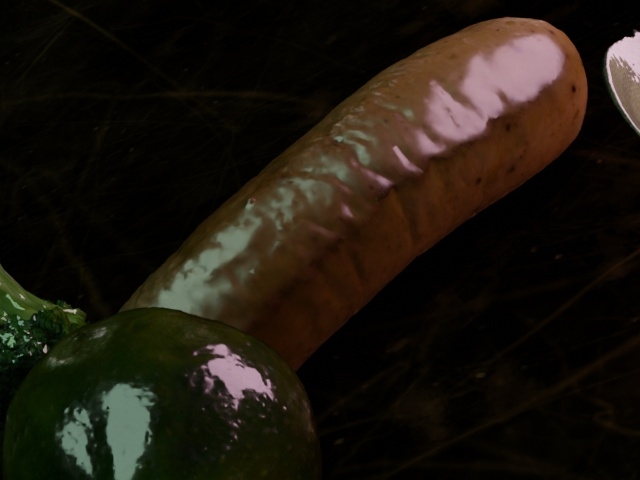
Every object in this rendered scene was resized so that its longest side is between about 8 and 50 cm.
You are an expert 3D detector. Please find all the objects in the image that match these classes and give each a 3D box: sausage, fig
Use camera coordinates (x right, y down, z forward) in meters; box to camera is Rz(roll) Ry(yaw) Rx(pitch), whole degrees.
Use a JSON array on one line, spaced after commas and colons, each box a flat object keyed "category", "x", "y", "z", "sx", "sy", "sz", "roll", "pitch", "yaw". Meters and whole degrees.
[{"category": "sausage", "x": -0.001, "y": -0.002, "z": 1.337, "sx": 0.501, "sy": 0.136, "sz": 0.123, "roll": -40, "pitch": 51, "yaw": -20}, {"category": "fig", "x": -0.092, "y": 0.149, "z": 1.123, "sx": 0.195, "sy": 0.195, "sz": 0.245, "roll": -27, "pitch": 22, "yaw": 4}]

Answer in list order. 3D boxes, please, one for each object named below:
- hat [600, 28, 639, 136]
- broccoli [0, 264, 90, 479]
[{"category": "hat", "x": 0.256, "y": -0.013, "z": 1.140, "sx": 0.252, "sy": 0.252, "sz": 0.110, "roll": -92, "pitch": 25, "yaw": -59}, {"category": "broccoli", "x": -0.299, "y": 0.063, "z": 1.369, "sx": 0.269, "sy": 0.269, "sz": 0.254, "roll": -37, "pitch": 11, "yaw": -15}]
